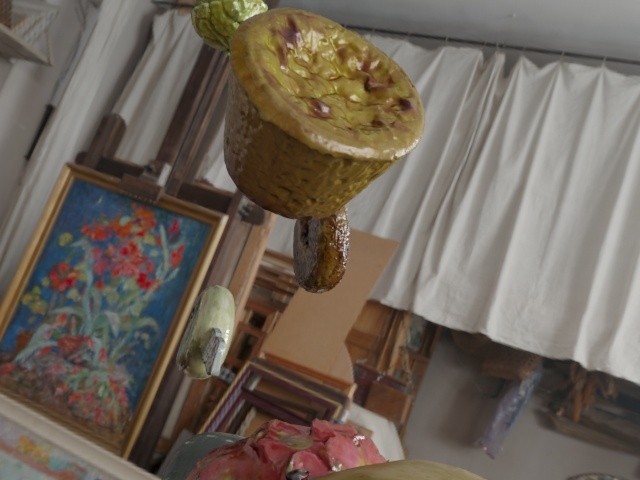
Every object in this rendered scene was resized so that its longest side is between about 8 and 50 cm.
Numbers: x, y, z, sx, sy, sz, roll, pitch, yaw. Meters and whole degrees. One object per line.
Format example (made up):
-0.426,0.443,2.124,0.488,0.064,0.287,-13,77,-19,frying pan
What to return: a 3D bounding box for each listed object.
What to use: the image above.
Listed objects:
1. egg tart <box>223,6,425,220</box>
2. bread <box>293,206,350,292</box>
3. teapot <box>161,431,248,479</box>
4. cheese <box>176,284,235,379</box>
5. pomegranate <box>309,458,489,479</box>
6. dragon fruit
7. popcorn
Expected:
-0.014,-0.113,0.575,0.202,0.202,0.147,22,-44,-13,egg tart
0.000,0.000,0.950,0.064,0.193,0.193,3,-2,-19,bread
-0.128,0.430,0.967,0.285,0.223,0.305,-10,-36,24,teapot
-0.135,0.123,0.693,0.054,0.127,0.251,17,-4,-14,cheese
0.037,0.232,0.308,0.233,0.233,0.233,20,-8,3,pomegranate
-0.021,0.240,0.526,0.189,0.163,0.262,14,-24,47,dragon fruit
-0.160,-0.394,1.012,0.141,0.162,0.135,-5,14,1,popcorn
